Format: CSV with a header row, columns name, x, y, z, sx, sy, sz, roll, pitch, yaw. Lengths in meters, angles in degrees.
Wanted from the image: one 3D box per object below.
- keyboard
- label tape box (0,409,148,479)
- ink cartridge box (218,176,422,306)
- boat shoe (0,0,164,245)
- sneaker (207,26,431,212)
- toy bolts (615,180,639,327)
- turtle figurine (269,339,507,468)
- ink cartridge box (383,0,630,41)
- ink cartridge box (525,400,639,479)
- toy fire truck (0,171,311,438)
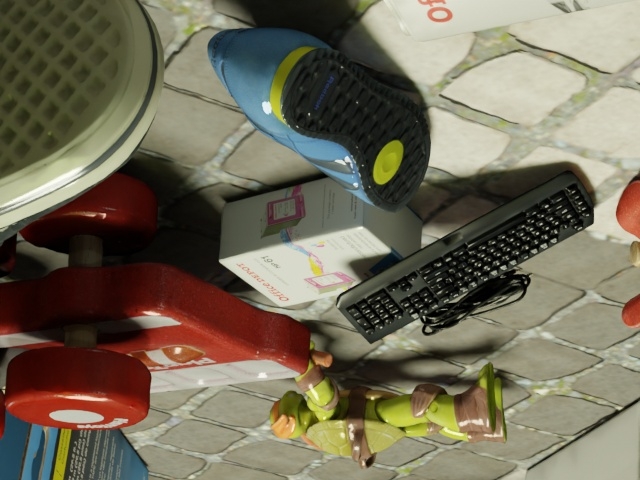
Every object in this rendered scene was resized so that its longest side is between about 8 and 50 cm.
name,x,y,z,sx,sy,sz,roll,pitch,yaw
keyboard,0.113,0.026,1.207,0.192,0.038,0.100,-29,147,11
label tape box,-0.261,0.254,1.530,0.106,0.240,0.333,0,150,11
ink cartridge box,0.000,0.000,1.227,0.122,0.052,0.088,-12,148,29
boat shoe,-0.257,-0.046,1.053,0.500,0.186,0.156,-16,151,41
sneaker,0.002,-0.082,1.082,0.082,0.069,0.209,26,175,34
toy bolts,0.304,0.023,1.106,0.159,0.218,0.228,2,170,-10
turtle figurine,0.042,0.145,1.449,0.217,0.087,0.269,-4,150,14
ink cartridge box,0.121,-0.191,0.821,0.219,0.092,0.160,-8,149,21
ink cartridge box,0.374,0.271,1.595,0.306,0.131,0.226,16,149,-18
toy fire truck,-0.189,0.077,1.284,0.302,0.169,0.254,-10,157,26
